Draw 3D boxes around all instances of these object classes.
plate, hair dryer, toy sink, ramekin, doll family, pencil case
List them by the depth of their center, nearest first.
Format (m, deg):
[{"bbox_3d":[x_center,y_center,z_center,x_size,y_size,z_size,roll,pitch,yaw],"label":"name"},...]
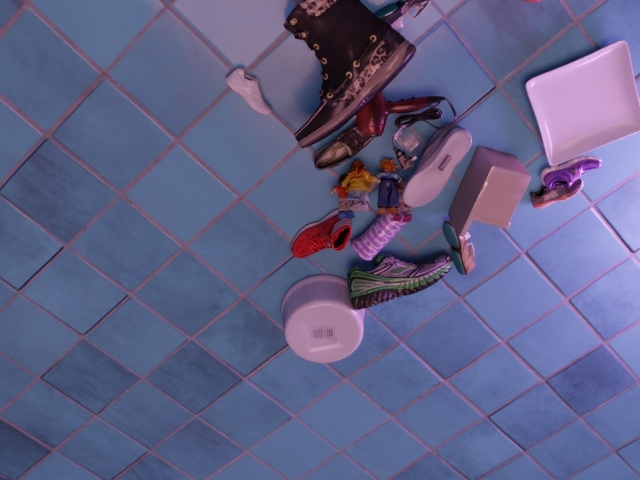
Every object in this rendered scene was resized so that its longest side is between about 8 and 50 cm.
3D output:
[{"bbox_3d":[0.198,-0.354,1.781,0.293,0.080,0.223,42,84,-10],"label":"hair dryer"},{"bbox_3d":[0.727,-0.377,1.824,0.277,0.045,0.278,-22,119,11],"label":"plate"},{"bbox_3d":[0.160,-0.154,1.871,0.263,0.163,0.118,4,152,-5],"label":"doll family"},{"bbox_3d":[0.483,-0.126,1.898,0.131,0.153,0.234,14,118,-11],"label":"toy sink"},{"bbox_3d":[0.180,-0.033,1.979,0.088,0.086,0.206,46,110,12],"label":"pencil case"},{"bbox_3d":[0.010,0.258,2.109,0.277,0.135,0.277,-1,120,-2],"label":"ramekin"}]

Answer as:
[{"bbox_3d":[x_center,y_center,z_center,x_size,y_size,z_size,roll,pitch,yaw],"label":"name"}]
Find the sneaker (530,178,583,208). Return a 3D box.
[{"bbox_3d":[0.693,-0.150,1.947,0.158,0.061,0.065,-27,111,12],"label":"sneaker"}]

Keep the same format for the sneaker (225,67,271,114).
[{"bbox_3d":[-0.182,-0.397,1.769,0.061,0.053,0.152,-41,113,16],"label":"sneaker"}]

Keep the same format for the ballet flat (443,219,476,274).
[{"bbox_3d":[0.432,0.011,2.034,0.067,0.073,0.206,-32,123,-16],"label":"ballet flat"}]

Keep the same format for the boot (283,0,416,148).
[{"bbox_3d":[0.015,-0.444,1.659,0.377,0.138,0.284,-41,93,21],"label":"boot"}]

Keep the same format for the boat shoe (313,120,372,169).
[{"bbox_3d":[0.077,-0.263,1.844,0.223,0.073,0.080,-32,113,14],"label":"boat shoe"}]

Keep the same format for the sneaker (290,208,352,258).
[{"bbox_3d":[0.000,0.000,1.962,0.221,0.128,0.087,-40,114,18],"label":"sneaker"}]

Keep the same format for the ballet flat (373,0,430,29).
[{"bbox_3d":[0.207,-0.580,1.672,0.203,0.074,0.074,-33,116,13],"label":"ballet flat"}]

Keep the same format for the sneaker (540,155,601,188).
[{"bbox_3d":[0.727,-0.190,1.908,0.170,0.071,0.068,-19,156,15],"label":"sneaker"}]

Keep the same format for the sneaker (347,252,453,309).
[{"bbox_3d":[0.245,0.096,2.027,0.343,0.134,0.146,-15,78,-10],"label":"sneaker"}]

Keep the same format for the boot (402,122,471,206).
[{"bbox_3d":[0.317,-0.212,1.850,0.095,0.123,0.258,36,104,-16],"label":"boot"}]
